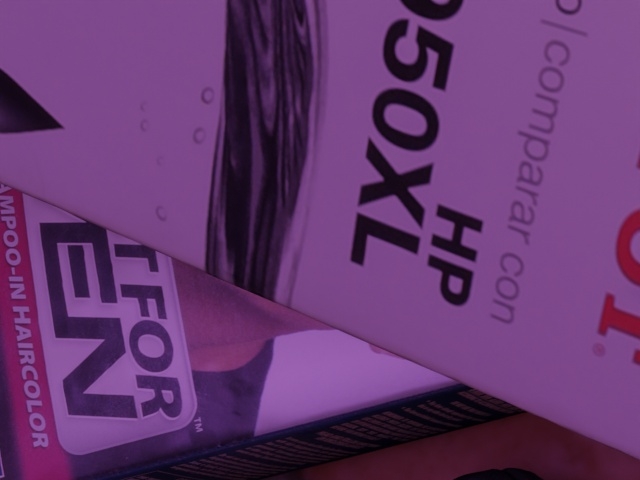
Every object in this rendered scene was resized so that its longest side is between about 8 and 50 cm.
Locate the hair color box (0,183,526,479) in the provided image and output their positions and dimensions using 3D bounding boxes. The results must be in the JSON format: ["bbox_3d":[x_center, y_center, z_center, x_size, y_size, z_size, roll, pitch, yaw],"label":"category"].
[{"bbox_3d":[0.000,0.000,0.710,0.347,0.105,0.173,-17,73,18],"label":"hair color box"}]

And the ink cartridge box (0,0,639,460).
[{"bbox_3d":[0.015,-0.139,0.525,0.395,0.166,0.285,22,115,28],"label":"ink cartridge box"}]

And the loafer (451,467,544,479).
[{"bbox_3d":[0.090,0.202,0.672,0.078,0.076,0.223,-40,65,59],"label":"loafer"}]
